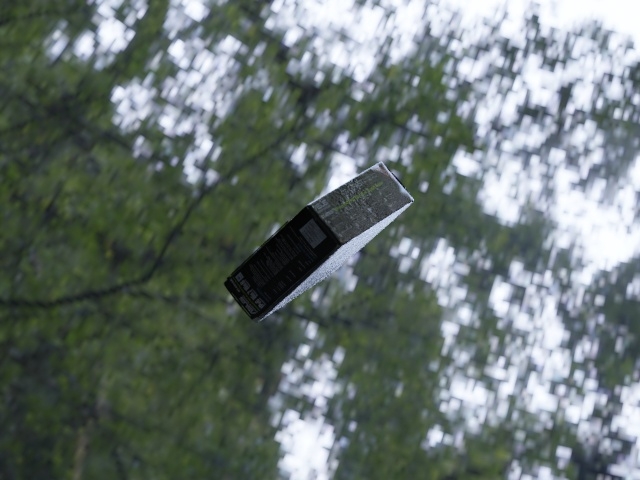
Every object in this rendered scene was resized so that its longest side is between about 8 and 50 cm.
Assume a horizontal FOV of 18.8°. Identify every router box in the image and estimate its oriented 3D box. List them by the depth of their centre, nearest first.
[{"bbox_3d":[0.000,0.000,1.324,0.038,0.122,0.092,50,-59,5],"label":"router box"}]
